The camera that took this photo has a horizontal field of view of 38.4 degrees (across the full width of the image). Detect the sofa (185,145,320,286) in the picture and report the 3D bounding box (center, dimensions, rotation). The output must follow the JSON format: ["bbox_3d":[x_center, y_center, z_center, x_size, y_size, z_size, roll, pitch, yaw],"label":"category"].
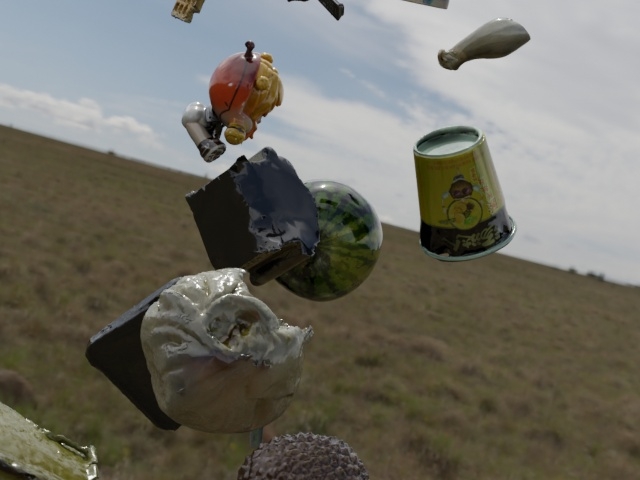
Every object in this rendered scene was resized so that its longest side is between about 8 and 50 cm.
[{"bbox_3d":[-0.136,-0.044,1.966,0.200,0.258,0.182,-31,-14,35],"label":"sofa"}]

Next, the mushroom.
[{"bbox_3d":[0.399,-0.475,2.258,0.225,0.093,0.116,-25,-11,-3],"label":"mushroom"}]

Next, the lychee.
[{"bbox_3d":[-0.029,0.503,1.846,0.267,0.268,0.267,15,0,0],"label":"lychee"}]

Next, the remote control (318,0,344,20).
[{"bbox_3d":[0.010,-0.382,1.449,0.016,0.034,0.091,-25,54,-18],"label":"remote control"}]

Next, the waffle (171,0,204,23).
[{"bbox_3d":[-0.255,-0.507,1.865,0.021,0.135,0.092,18,11,-41],"label":"waffle"}]

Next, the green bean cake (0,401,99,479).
[{"bbox_3d":[-0.480,0.336,1.321,0.310,0.202,0.285,32,5,-19],"label":"green bean cake"}]

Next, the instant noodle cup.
[{"bbox_3d":[0.288,-0.106,1.913,0.215,0.236,0.215,-12,27,6],"label":"instant noodle cup"}]

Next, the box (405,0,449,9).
[{"bbox_3d":[0.143,-0.591,1.808,0.274,0.203,0.116,13,28,1],"label":"box"}]

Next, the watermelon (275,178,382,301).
[{"bbox_3d":[0.000,0.000,2.110,0.285,0.285,0.285,15,0,0],"label":"watermelon"}]

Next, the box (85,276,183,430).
[{"bbox_3d":[-0.365,0.293,2.340,0.350,0.359,0.091,52,10,-26],"label":"box"}]

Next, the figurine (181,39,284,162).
[{"bbox_3d":[-0.233,-0.391,2.537,0.196,0.323,0.320,37,28,-25],"label":"figurine"}]

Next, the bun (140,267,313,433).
[{"bbox_3d":[-0.153,0.175,1.457,0.281,0.282,0.205,15,-18,-2],"label":"bun"}]

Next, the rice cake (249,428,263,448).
[{"bbox_3d":[-0.131,0.358,1.978,0.033,0.208,0.033,7,20,2],"label":"rice cake"}]
